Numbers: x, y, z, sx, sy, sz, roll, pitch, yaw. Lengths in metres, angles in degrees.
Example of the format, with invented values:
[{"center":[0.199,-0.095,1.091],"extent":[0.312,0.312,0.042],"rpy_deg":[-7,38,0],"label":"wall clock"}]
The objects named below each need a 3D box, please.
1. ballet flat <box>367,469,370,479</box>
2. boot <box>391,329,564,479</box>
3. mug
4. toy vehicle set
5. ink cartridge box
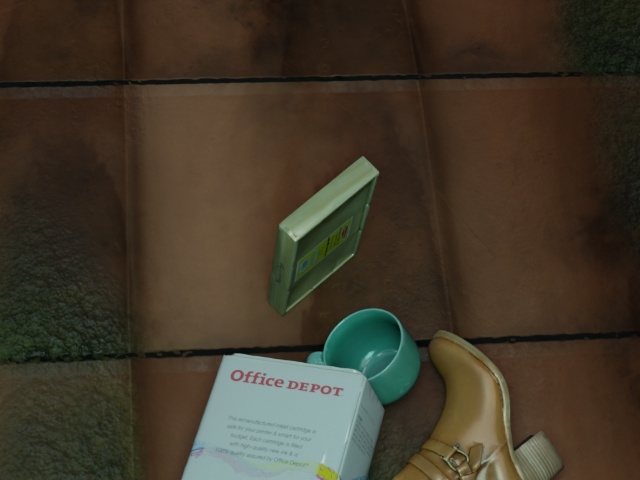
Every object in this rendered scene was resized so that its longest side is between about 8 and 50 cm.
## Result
[{"center":[0.041,0.359,1.664],"extent":[0.079,0.077,0.221],"rpy_deg":[-12,58,9],"label":"ballet flat"},{"center":[0.188,0.290,1.700],"extent":[0.220,0.109,0.283],"rpy_deg":[-32,77,-15],"label":"boot"},{"center":[0.073,0.177,1.734],"extent":[0.158,0.097,0.129],"rpy_deg":[19,67,43],"label":"mug"},{"center":[0.000,0.000,1.729],"extent":[0.166,0.267,0.035],"rpy_deg":[-39,74,-22],"label":"toy vehicle set"},{"center":[-0.061,0.328,1.598],"extent":[0.226,0.131,0.306],"rpy_deg":[7,59,23],"label":"ink cartridge box"}]
